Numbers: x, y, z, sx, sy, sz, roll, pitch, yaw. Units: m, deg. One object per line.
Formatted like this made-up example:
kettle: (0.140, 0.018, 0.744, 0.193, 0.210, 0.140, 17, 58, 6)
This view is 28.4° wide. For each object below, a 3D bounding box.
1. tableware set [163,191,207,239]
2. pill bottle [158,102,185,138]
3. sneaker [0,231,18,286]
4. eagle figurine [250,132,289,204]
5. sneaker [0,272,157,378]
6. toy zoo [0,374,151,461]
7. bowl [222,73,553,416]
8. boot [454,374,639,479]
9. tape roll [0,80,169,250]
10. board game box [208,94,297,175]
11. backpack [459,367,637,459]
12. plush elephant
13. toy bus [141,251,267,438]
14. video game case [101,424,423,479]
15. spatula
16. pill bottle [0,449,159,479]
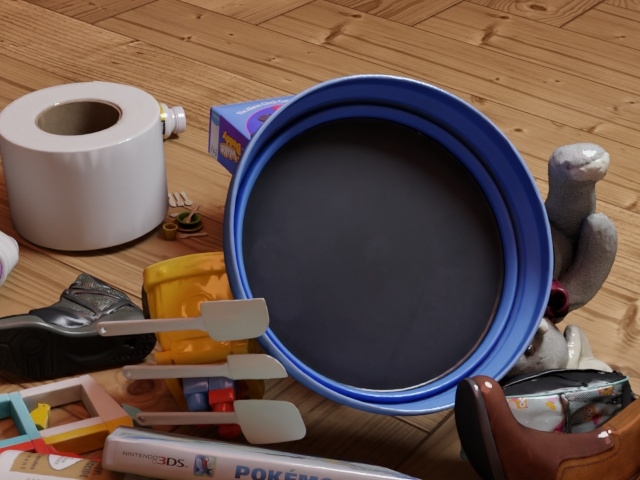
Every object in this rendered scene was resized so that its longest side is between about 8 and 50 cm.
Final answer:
tableware set: (-0.243, -0.047, 1.986, 0.104, 0.024, 0.154, -6, 32, -19)
pill bottle: (-0.298, -0.207, 2.211, 0.116, 0.065, 0.065, -9, 33, -22)
sneaker: (-0.571, 0.013, 1.770, 0.305, 0.114, 0.152, 11, 16, 2)
eagle figurine: (-0.010, 0.001, 1.641, 0.225, 0.298, 0.226, 1, 39, 33)
sneaker: (-0.338, 0.109, 1.641, 0.227, 0.087, 0.130, -7, 30, -26)
toy zoo: (-0.332, 0.240, 1.463, 0.293, 0.030, 0.192, -11, 34, -26)
bowl: (0.074, 0.007, 1.437, 0.391, 0.391, 0.077, -7, -11, -20)
boot: (0.301, 0.200, 1.335, 0.280, 0.264, 0.096, -29, 12, -8)
tape roll: (-0.357, -0.116, 1.921, 0.246, 0.169, 0.246, -1, 30, 1)
board game box: (0.040, -0.142, 1.880, 0.347, 0.078, 0.233, -11, 34, -28)
backpack: (0.250, 0.218, 1.458, 0.188, 0.144, 0.166, 2, -4, -13)
plush elephant: (0.253, 0.077, 1.638, 0.272, 0.330, 0.255, -5, 46, 16)
toy bus: (-0.122, 0.150, 1.520, 0.149, 0.220, 0.211, -10, 55, 2)
video game case: (-0.068, 0.231, 1.302, 0.300, 0.036, 0.329, 9, -7, -6)
spatula: (-0.135, 0.147, 1.384, 0.242, 0.168, 0.019, -7, 22, 33)
pill bottle: (-0.223, 0.292, 1.291, 0.229, 0.131, 0.131, 7, 30, 3)
